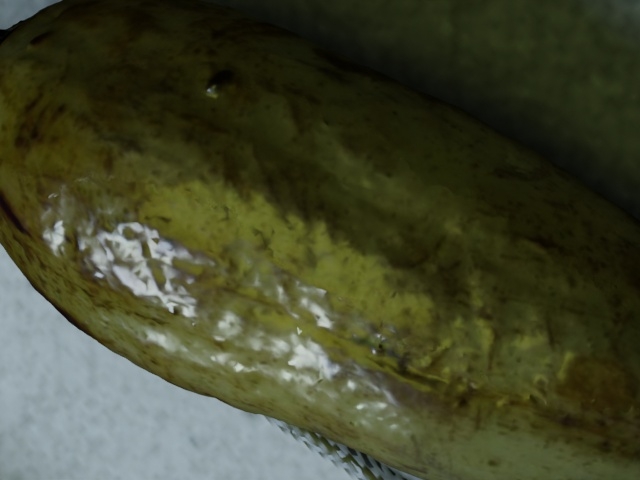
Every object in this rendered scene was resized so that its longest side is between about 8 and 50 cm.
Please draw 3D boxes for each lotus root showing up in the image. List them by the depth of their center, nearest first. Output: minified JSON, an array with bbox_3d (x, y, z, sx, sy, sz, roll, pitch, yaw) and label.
[{"bbox_3d":[0.000,0.000,0.574,0.258,0.097,0.110,23,111,13],"label":"lotus root"}]
